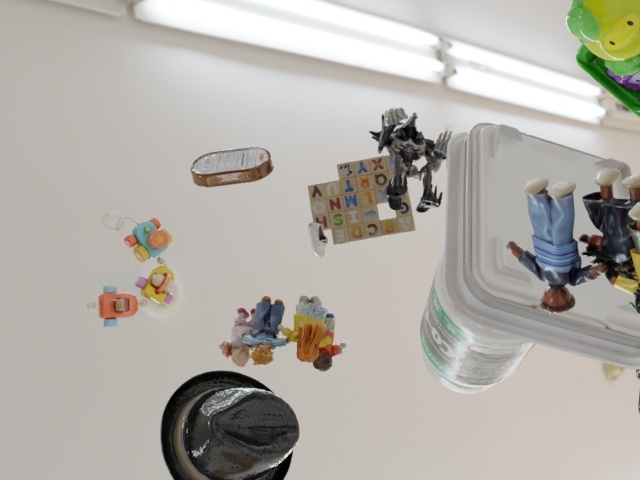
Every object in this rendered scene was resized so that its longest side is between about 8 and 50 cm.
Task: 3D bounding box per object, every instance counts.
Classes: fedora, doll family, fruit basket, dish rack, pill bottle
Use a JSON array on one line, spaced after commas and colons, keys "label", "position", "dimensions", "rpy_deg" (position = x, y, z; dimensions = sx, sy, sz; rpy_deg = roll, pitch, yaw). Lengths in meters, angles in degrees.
[{"label": "fedora", "position": [-0.165, 0.407, 1.482], "dimensions": [0.334, 0.152, 0.334], "rpy_deg": [22, -128, -31]}, {"label": "doll family", "position": [0.223, 0.016, 0.499], "dimensions": [0.076, 0.193, 0.111], "rpy_deg": [-29, -60, -20]}, {"label": "fruit basket", "position": [0.719, -0.467, 1.511], "dimensions": [0.392, 0.392, 0.283], "rpy_deg": [-24, -114, -44]}, {"label": "dish rack", "position": [0.303, -0.018, 0.882], "dimensions": [0.286, 0.072, 0.332], "rpy_deg": [16, -129, -7]}, {"label": "doll family", "position": [-0.078, 0.186, 1.396], "dimensions": [0.163, 0.263, 0.118], "rpy_deg": [-86, -3, -48]}, {"label": "pill bottle", "position": [0.288, 0.145, 1.251], "dimensions": [0.204, 0.361, 0.204], "rpy_deg": [-1, -119, 1]}]

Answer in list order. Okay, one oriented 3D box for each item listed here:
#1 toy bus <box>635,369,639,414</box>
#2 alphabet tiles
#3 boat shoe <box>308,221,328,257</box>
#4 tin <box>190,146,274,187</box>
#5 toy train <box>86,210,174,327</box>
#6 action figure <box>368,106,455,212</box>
[{"label": "toy bus", "position": [0.486, 0.239, 0.902], "dimensions": [0.211, 0.149, 0.220], "rpy_deg": [-56, -40, -39]}, {"label": "alphabet tiles", "position": [0.093, -0.097, 1.655], "dimensions": [0.009, 0.237, 0.198], "rpy_deg": [65, -164, -75]}, {"label": "boat shoe", "position": [0.000, 0.000, 1.624], "dimensions": [0.035, 0.035, 0.100], "rpy_deg": [-52, -42, -43]}, {"label": "tin", "position": [-0.201, -0.167, 1.567], "dimensions": [0.106, 0.190, 0.040], "rpy_deg": [-92, -6, -48]}, {"label": "toy train", "position": [-0.260, 0.039, 0.977], "dimensions": [0.125, 0.046, 0.166], "rpy_deg": [8, -105, -38]}, {"label": "action figure", "position": [0.185, -0.180, 1.362], "dimensions": [0.164, 0.141, 0.275], "rpy_deg": [14, -137, -11]}]
